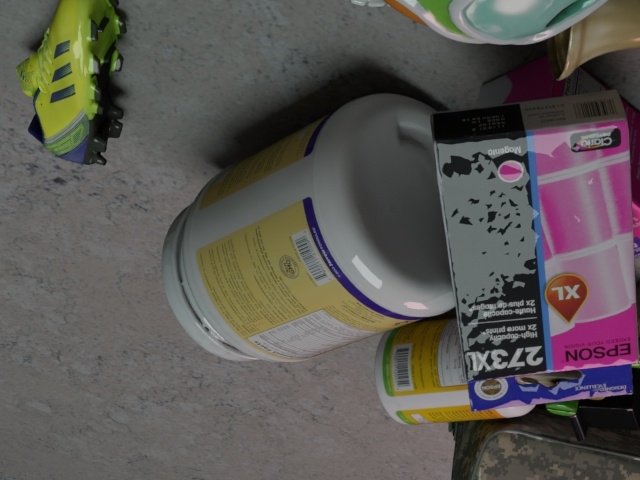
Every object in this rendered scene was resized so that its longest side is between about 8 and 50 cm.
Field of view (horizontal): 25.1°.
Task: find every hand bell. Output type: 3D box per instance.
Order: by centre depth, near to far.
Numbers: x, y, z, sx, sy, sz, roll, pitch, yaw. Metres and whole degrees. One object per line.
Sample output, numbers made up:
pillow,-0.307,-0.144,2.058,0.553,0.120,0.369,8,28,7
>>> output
hand bell,0.329,-0.203,1.261,0.242,0.126,0.126,0,149,0

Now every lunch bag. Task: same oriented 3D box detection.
lunch bag,0.327,0.319,1.984,0.305,0.212,0.256,12,-166,0

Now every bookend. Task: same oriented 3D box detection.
bookend,0.396,0.166,1.770,0.157,0.156,0.072,-1,147,22

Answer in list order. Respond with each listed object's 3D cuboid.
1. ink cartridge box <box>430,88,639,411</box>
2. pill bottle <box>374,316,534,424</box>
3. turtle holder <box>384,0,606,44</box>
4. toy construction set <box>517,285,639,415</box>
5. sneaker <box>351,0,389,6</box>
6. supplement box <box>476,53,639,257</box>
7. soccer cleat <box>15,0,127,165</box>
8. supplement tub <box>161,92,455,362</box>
ink cartridge box,0.215,0.034,1.399,0.176,0.069,0.371,-7,126,6
pill bottle,0.206,0.165,1.865,0.246,0.136,0.136,-9,143,34
turtle holder,0.154,-0.291,1.068,0.243,0.320,0.227,31,167,45
toy construction set,0.341,0.116,1.629,0.309,0.237,0.257,12,150,2
sneaker,0.079,-0.252,1.314,0.166,0.065,0.076,12,134,-3
supplement box,0.266,-0.079,1.459,0.220,0.114,0.111,34,144,-27
soccer cleat,-0.276,-0.179,1.539,0.121,0.093,0.289,20,150,3
supplement tub,0.000,0.000,1.573,0.241,0.241,0.331,32,146,-28
